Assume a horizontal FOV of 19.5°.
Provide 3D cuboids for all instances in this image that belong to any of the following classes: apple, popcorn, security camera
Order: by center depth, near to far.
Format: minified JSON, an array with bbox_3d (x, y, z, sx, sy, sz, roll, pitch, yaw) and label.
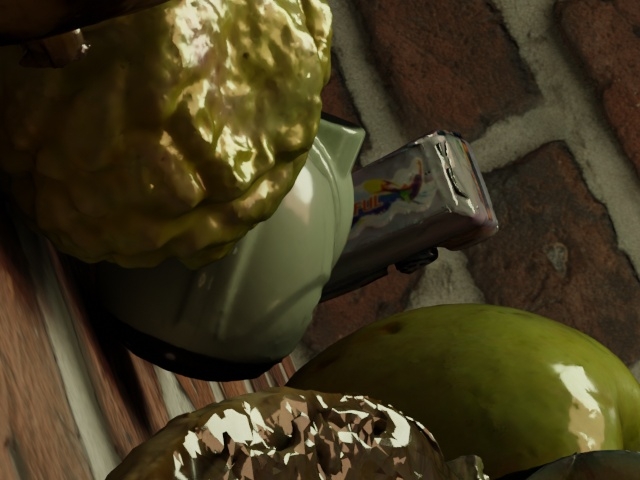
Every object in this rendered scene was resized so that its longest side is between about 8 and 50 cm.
[{"bbox_3d":[-0.106,-0.107,1.088,0.259,0.212,0.259,7,81,-52],"label":"popcorn"},{"bbox_3d":[0.109,0.204,1.234,0.338,0.305,0.338,37,29,-25],"label":"apple"},{"bbox_3d":[-0.069,-0.006,1.306,0.197,0.191,0.277,21,10,-7],"label":"security camera"}]

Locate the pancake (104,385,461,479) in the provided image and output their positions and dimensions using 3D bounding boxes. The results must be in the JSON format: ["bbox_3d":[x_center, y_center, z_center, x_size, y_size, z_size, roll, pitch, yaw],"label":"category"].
[{"bbox_3d":[0.018,0.234,0.655,0.387,0.082,0.387,42,33,-36],"label":"pancake"}]

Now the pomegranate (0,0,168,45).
[{"bbox_3d":[-0.125,-0.217,0.659,0.322,0.322,0.322,-24,90,-89],"label":"pomegranate"}]

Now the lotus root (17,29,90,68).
[{"bbox_3d":[-0.202,-0.235,0.891,0.169,0.152,0.342,-80,153,-65],"label":"lotus root"}]

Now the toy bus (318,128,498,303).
[{"bbox_3d":[0.000,0.000,1.749,0.112,0.317,0.138,69,16,12],"label":"toy bus"}]

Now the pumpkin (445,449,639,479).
[{"bbox_3d":[0.080,0.248,0.917,0.197,0.293,0.263,137,-61,-64],"label":"pumpkin"}]
